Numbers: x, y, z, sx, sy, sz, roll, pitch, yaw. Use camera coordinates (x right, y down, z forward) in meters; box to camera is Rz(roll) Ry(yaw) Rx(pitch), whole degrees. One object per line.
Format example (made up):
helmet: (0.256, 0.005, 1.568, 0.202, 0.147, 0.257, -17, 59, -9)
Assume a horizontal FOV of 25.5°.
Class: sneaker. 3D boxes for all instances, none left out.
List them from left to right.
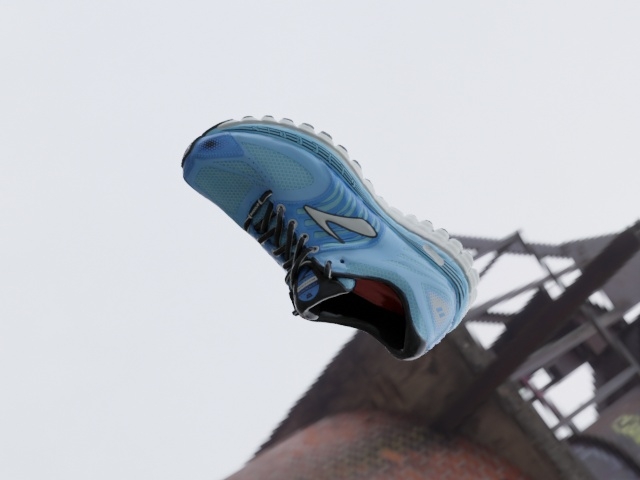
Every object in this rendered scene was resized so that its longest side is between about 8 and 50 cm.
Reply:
sneaker: (0.000, 0.000, 0.692, 0.162, 0.073, 0.063, 32, -45, 2)
